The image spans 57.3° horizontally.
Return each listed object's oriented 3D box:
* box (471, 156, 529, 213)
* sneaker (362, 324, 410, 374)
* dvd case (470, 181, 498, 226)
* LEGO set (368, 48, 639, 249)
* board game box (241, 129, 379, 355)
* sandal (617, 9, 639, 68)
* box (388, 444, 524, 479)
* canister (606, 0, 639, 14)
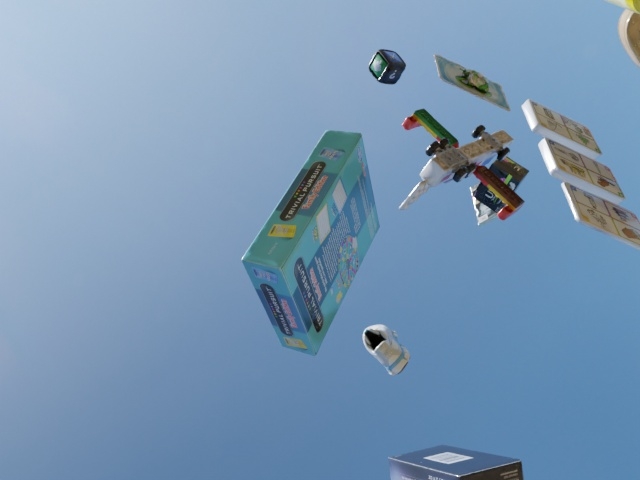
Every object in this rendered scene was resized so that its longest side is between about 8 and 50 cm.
[{"bbox_3d":[0.331,-0.104,1.077,0.062,0.083,0.052,36,-134,15],"label":"box"},{"bbox_3d":[0.118,0.203,1.208,0.083,0.190,0.071,42,-93,-15],"label":"sneaker"},{"bbox_3d":[0.392,-0.098,1.347,0.013,0.087,0.120,33,-140,-31],"label":"dvd case"},{"bbox_3d":[0.149,-0.078,0.505,0.244,0.060,0.183,20,-139,-17],"label":"LEGO set"},{"bbox_3d":[0.000,0.000,1.087,0.079,0.254,0.336,11,-128,26],"label":"board game box"},{"bbox_3d":[0.411,-0.158,0.615,0.240,0.088,0.079,36,-154,-17],"label":"sandal"},{"bbox_3d":[0.314,0.644,1.325,0.182,0.296,0.294,-3,-101,-25],"label":"box"},{"bbox_3d":[0.284,-0.288,0.547,0.073,0.126,0.170,11,-149,-25],"label":"canister"}]
